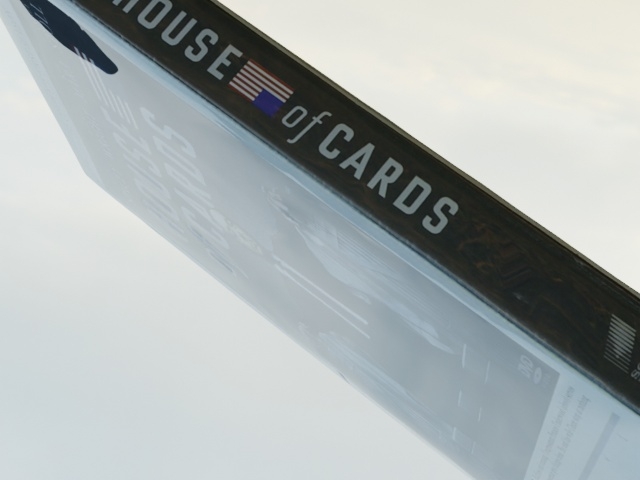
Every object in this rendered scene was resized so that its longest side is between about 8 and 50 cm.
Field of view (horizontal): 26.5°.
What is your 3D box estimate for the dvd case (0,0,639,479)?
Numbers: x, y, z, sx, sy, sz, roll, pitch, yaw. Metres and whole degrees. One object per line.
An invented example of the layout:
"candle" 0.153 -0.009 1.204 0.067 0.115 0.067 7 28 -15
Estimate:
"dvd case" 0.000 0.000 0.416 0.238 0.029 0.179 36 165 16
